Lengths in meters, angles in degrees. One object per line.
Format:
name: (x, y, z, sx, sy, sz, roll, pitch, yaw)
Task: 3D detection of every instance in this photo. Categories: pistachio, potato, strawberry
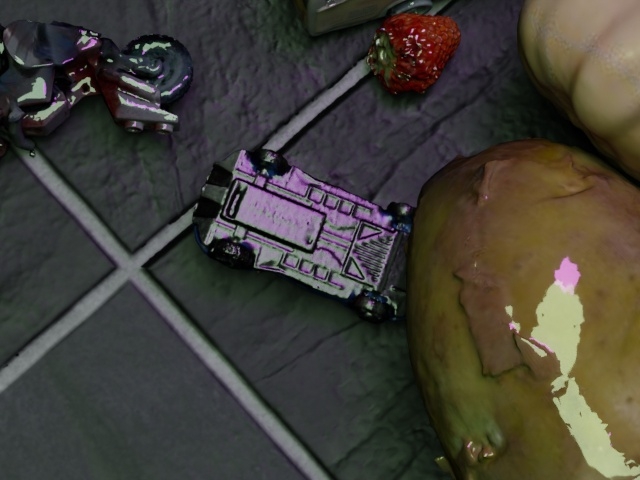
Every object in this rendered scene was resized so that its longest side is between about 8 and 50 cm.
pistachio: (0.288, -0.165, 1.397, 0.229, 0.238, 0.321, 51, 39, 4)
potato: (0.166, 0.045, 1.333, 0.301, 0.289, 0.237, -36, 98, -6)
strawberry: (0.085, -0.162, 1.490, 0.083, 0.073, 0.073, -15, 78, -25)

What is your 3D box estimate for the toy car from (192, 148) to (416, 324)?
toy car: (0.000, 0.000, 1.452, 0.216, 0.063, 0.103, 22, 77, -6)

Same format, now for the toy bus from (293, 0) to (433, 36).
toy bus: (0.135, -0.272, 1.477, 0.342, 0.138, 0.097, -18, 77, -4)

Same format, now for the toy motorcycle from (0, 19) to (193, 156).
toy motorcycle: (-0.214, -0.123, 1.460, 0.213, 0.082, 0.122, 4, 77, 0)
